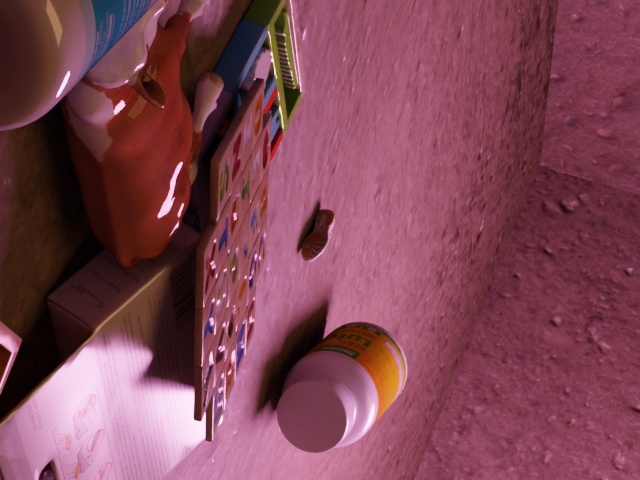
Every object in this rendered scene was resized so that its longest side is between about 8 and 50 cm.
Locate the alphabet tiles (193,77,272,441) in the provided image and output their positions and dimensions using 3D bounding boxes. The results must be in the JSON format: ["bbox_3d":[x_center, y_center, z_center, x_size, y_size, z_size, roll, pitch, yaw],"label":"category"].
[{"bbox_3d":[-0.081,0.014,1.474,0.342,0.011,0.285,-72,166,-65],"label":"alphabet tiles"}]

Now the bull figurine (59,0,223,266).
[{"bbox_3d":[-0.145,-0.116,1.209,0.310,0.101,0.188,97,11,-51],"label":"bull figurine"}]

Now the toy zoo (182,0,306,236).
[{"bbox_3d":[-0.088,-0.106,1.580,0.192,0.030,0.293,83,28,-58],"label":"toy zoo"}]

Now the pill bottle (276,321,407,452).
[{"bbox_3d":[0.026,0.208,2.146,0.245,0.136,0.136,-34,139,-68],"label":"pill bottle"}]

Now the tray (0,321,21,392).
[{"bbox_3d":[-0.321,0.222,0.968,0.203,0.076,0.411,78,31,-75],"label":"tray"}]

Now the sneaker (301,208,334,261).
[{"bbox_3d":[0.000,0.000,2.022,0.037,0.032,0.083,86,26,-54],"label":"sneaker"}]

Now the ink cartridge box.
[{"bbox_3d":[-0.200,0.152,1.387,0.261,0.066,0.296,-44,152,-30],"label":"ink cartridge box"}]

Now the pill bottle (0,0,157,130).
[{"bbox_3d":[-0.164,-0.193,0.968,0.264,0.146,0.146,-58,159,-47],"label":"pill bottle"}]
